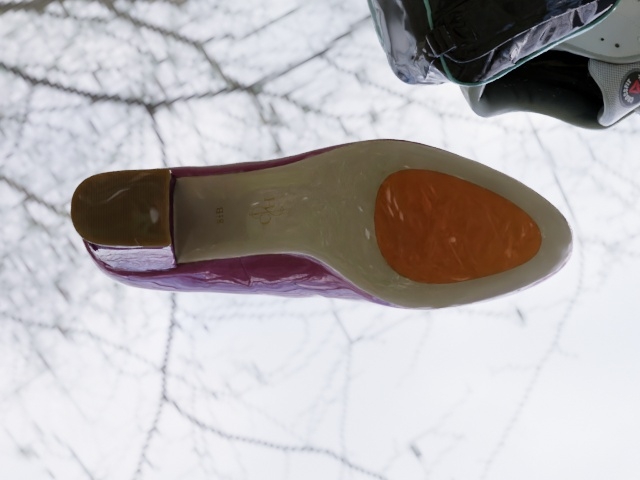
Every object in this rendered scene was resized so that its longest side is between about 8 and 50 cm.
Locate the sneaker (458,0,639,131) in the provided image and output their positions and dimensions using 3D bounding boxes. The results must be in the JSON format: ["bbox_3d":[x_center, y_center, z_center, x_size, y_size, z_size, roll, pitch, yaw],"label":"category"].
[{"bbox_3d":[0.267,-0.146,1.283,0.330,0.122,0.146,-7,-140,13],"label":"sneaker"}]

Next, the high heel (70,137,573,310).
[{"bbox_3d":[0.000,0.000,0.809,0.244,0.082,0.117,-2,172,2],"label":"high heel"}]

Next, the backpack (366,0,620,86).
[{"bbox_3d":[0.118,-0.206,1.133,0.188,0.166,0.144,-25,-163,-18],"label":"backpack"}]
